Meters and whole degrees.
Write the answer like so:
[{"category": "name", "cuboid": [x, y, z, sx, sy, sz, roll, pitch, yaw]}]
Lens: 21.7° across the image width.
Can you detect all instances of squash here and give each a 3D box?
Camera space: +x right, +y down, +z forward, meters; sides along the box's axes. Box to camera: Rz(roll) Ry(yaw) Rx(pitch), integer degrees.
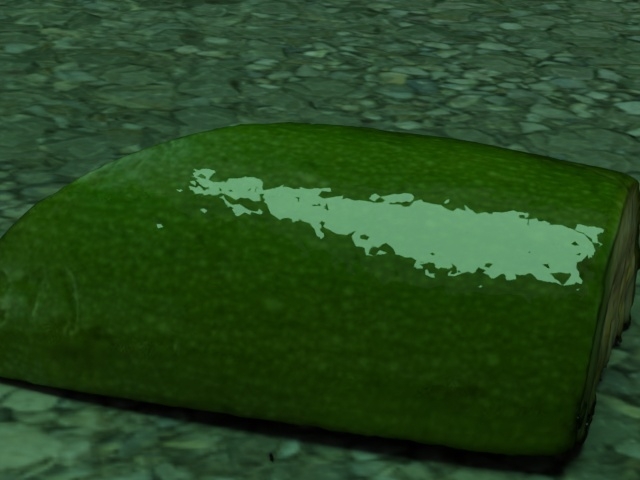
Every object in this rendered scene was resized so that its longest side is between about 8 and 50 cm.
[{"category": "squash", "cuboid": [0.000, 0.000, 0.787, 0.289, 0.111, 0.203, 8, 21, 16]}]
